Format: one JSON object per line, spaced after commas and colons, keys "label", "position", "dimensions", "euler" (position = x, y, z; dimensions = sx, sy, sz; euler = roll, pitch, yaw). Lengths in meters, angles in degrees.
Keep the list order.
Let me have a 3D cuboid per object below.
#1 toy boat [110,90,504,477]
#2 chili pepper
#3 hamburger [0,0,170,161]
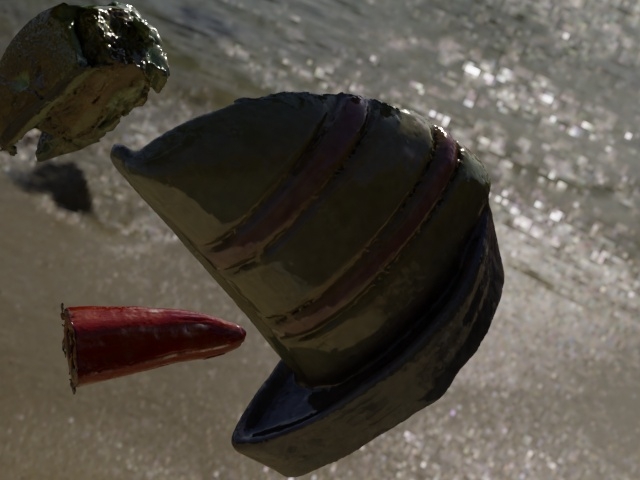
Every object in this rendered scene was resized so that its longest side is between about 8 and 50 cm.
{"label": "toy boat", "position": [0.024, 0.013, 0.950], "dimensions": [0.276, 0.293, 0.111], "euler": [-27, 29, -19]}
{"label": "chili pepper", "position": [-0.150, 0.093, 1.172], "dimensions": [0.169, 0.065, 0.088], "euler": [-4, 46, -17]}
{"label": "hamburger", "position": [-0.369, -0.257, 1.909], "dimensions": [0.167, 0.288, 0.192], "euler": [25, 40, -47]}
